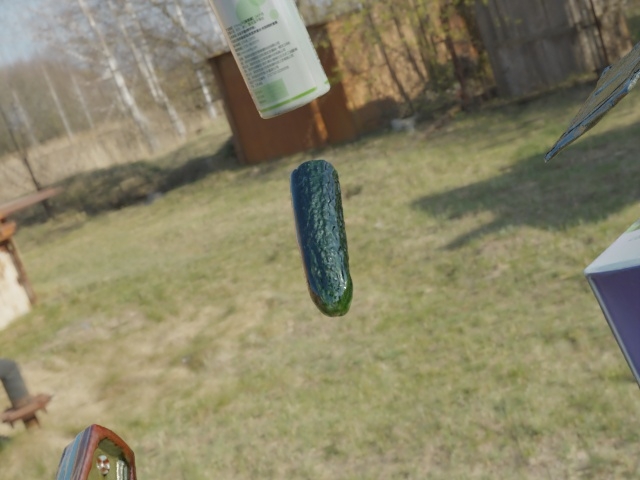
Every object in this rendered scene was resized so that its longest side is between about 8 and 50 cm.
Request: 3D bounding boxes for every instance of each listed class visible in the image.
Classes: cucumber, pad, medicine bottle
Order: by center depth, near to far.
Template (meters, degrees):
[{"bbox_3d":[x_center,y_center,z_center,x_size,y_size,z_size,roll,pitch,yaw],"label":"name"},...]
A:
[{"bbox_3d":[-0.062,-0.231,0.979,0.086,0.183,0.086,-23,13,6],"label":"medicine bottle"},{"bbox_3d":[0.388,-0.205,1.187,0.233,0.022,0.174,-48,1,-37],"label":"pad"},{"bbox_3d":[0.001,0.000,1.233,0.074,0.074,0.241,-17,52,13],"label":"cucumber"}]

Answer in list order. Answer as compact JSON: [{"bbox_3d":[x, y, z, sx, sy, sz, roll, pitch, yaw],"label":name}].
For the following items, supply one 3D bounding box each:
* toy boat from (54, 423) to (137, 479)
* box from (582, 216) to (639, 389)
[{"bbox_3d":[-0.222,0.367,0.844,0.079,0.136,0.392,-15,53,14],"label":"toy boat"},{"bbox_3d":[0.283,0.026,0.460,0.299,0.200,0.106,-33,9,-39],"label":"box"}]
